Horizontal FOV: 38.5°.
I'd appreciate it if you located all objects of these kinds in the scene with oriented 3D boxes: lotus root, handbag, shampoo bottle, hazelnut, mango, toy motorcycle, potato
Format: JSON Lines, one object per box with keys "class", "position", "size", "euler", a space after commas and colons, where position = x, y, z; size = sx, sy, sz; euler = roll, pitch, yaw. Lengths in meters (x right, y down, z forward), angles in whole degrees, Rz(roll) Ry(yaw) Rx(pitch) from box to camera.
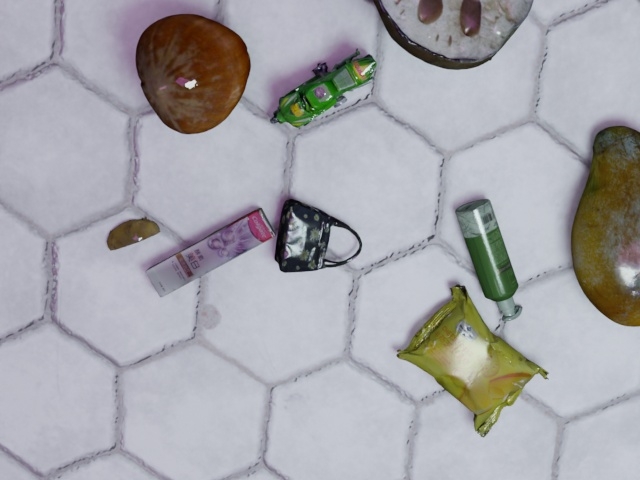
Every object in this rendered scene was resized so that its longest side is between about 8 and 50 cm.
{"class": "lotus root", "position": [0.183, -0.382, 1.342], "size": [0.272, 0.192, 0.272], "euler": [0, 92, -1]}
{"class": "handbag", "position": [0.000, 0.000, 1.484], "size": [0.139, 0.072, 0.115], "euler": [9, 101, -6]}
{"class": "shampoo bottle", "position": [0.280, 0.035, 1.495], "size": [0.065, 0.065, 0.204], "euler": [-20, 102, 5]}
{"class": "hazelnut", "position": [-0.189, -0.254, 1.378], "size": [0.182, 0.182, 0.182], "euler": [0, 102, 1]}
{"class": "mango", "position": [0.490, -0.023, 1.443], "size": [0.192, 0.146, 0.316], "euler": [-4, 88, 0]}
{"class": "toy motorcycle", "position": [0.001, -0.230, 1.415], "size": [0.190, 0.106, 0.074], "euler": [-30, 101, 8]}
{"class": "potato", "position": [-0.313, -0.011, 1.501], "size": [0.093, 0.036, 0.037], "euler": [-19, 105, 6]}

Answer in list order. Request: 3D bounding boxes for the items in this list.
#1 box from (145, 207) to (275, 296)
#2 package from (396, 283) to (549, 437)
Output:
{"class": "box", "position": [-0.180, 0.020, 1.505], "size": [0.218, 0.039, 0.055], "euler": [-29, 99, 6]}
{"class": "package", "position": [0.252, 0.201, 1.514], "size": [0.226, 0.090, 0.168], "euler": [42, 98, -6]}
